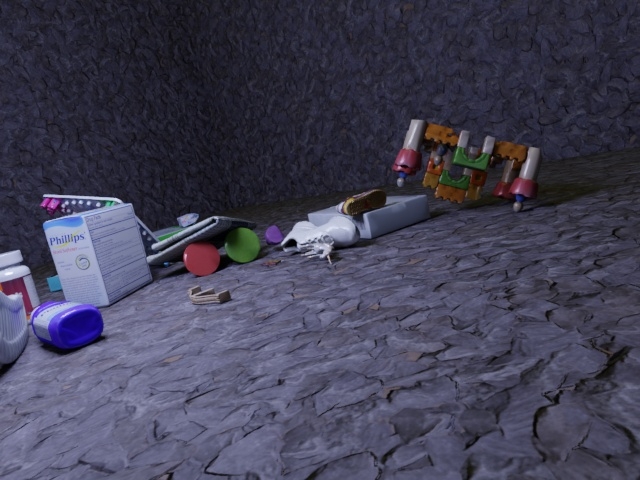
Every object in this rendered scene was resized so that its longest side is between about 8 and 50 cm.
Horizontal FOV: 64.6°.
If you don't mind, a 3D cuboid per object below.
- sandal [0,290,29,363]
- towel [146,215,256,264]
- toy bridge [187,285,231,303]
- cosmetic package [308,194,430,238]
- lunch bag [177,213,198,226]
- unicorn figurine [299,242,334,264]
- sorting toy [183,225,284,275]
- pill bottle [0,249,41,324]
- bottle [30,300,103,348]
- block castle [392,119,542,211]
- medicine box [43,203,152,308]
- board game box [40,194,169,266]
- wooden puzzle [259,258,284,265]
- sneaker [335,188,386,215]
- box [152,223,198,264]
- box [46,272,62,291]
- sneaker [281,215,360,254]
[{"bbox_3d":[-0.771,0.209,1.189,0.102,0.169,0.416,-13,-3,-21],"label":"sandal"},{"bbox_3d":[-0.426,-0.004,1.829,0.324,0.056,0.312,-28,-9,16],"label":"towel"},{"bbox_3d":[-0.311,0.147,1.344,0.063,0.026,0.188,-21,13,-37],"label":"toy bridge"},{"bbox_3d":[0.173,-0.092,1.894,0.284,0.097,0.377,-21,13,-30],"label":"cosmetic package"},{"bbox_3d":[-0.587,-0.093,2.259,0.083,0.053,0.071,-27,14,-25],"label":"lunch bag"},{"bbox_3d":[-0.002,0.031,1.521,0.111,0.060,0.162,-9,10,20],"label":"unicorn figurine"},{"bbox_3d":[-0.309,0.041,1.798,0.366,0.127,0.126,-19,-11,-25],"label":"sorting toy"},{"bbox_3d":[-0.934,0.148,1.536,0.121,0.221,0.121,-12,10,2],"label":"pill bottle"},{"bbox_3d":[-0.639,0.201,1.247,0.118,0.092,0.283,-23,14,-42],"label":"bottle"},{"bbox_3d":[0.476,-0.237,1.709,0.453,0.212,0.303,15,4,4],"label":"block castle"},{"bbox_3d":[-0.706,0.045,1.637,0.149,0.289,0.263,-10,10,14],"label":"medicine box"},{"bbox_3d":[-0.822,-0.031,1.968,0.390,0.390,0.050,5,57,24],"label":"board game box"},{"bbox_3d":[-0.154,0.071,1.640,0.083,0.006,0.049,-7,11,28],"label":"wooden puzzle"},{"bbox_3d":[0.138,-0.132,1.711,0.186,0.069,0.084,-18,18,-32],"label":"sneaker"},{"bbox_3d":[-0.680,0.020,2.251,0.231,0.126,0.262,-2,14,38],"label":"box"},{"bbox_3d":[-0.974,0.145,2.080,0.244,0.060,0.100,-13,9,-7],"label":"box"},{"bbox_3d":[0.000,0.000,1.652,0.297,0.111,0.129,-9,25,42],"label":"sneaker"}]
